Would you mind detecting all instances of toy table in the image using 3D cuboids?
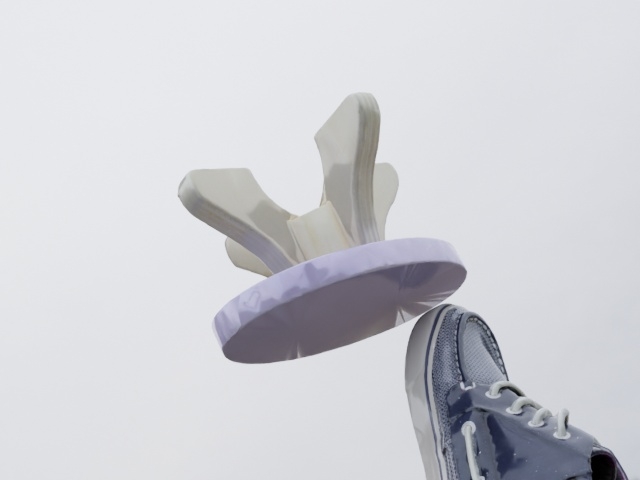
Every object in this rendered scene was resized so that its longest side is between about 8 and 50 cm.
[{"bbox_3d":[0.000,0.000,0.929,0.252,0.161,0.274,-40,-25,32],"label":"toy table"}]

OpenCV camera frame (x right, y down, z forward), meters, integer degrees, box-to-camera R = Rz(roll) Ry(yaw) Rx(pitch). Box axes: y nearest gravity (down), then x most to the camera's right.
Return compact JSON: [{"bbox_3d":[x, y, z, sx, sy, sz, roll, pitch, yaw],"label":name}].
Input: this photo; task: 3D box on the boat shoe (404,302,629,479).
[{"bbox_3d":[0.169,0.170,0.820,0.158,0.341,0.127,-34,-51,31],"label":"boat shoe"}]
